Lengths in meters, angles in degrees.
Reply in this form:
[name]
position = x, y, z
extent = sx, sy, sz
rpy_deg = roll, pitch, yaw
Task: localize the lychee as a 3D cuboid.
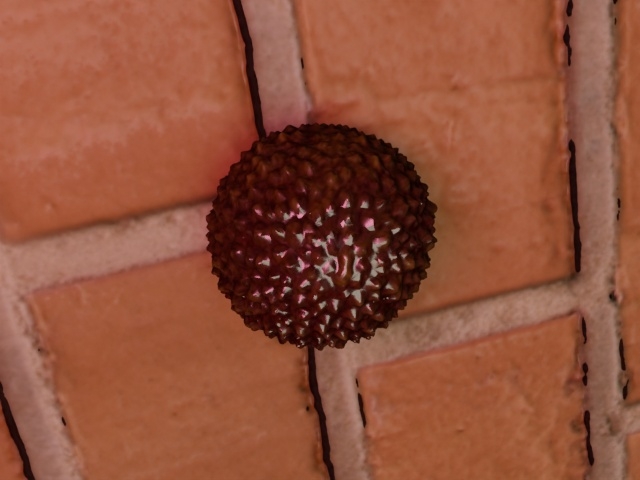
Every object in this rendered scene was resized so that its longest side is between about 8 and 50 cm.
[lychee]
position = 0.000, 0.000, 0.782
extent = 0.188, 0.188, 0.188
rpy_deg = -5, 114, -11
